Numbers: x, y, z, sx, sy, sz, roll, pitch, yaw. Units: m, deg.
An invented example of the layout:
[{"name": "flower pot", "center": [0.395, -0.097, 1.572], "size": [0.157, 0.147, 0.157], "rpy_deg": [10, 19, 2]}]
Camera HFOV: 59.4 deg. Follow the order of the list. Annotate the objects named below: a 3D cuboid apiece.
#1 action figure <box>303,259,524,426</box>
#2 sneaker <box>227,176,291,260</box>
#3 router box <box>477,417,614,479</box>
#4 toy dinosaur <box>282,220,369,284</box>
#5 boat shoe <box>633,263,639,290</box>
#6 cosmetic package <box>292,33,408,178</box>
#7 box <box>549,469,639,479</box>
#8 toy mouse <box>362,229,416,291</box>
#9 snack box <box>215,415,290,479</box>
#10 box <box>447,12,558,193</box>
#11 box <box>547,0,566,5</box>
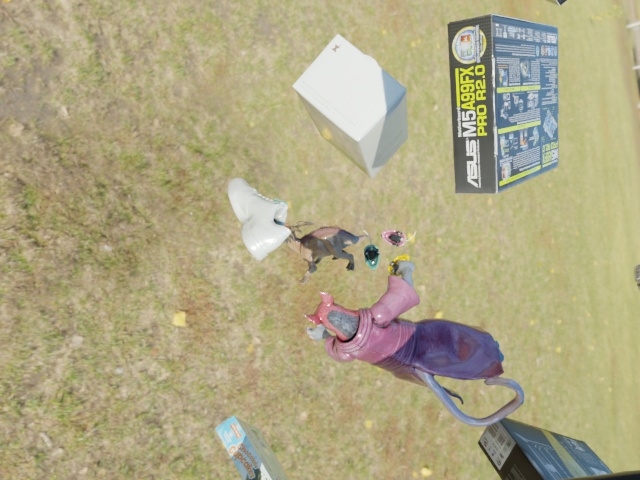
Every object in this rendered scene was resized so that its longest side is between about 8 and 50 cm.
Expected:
[{"name": "action figure", "center": [0.127, 0.198, 1.007], "size": [0.370, 0.248, 0.275], "rpy_deg": [22, 31, -28]}, {"name": "sneaker", "center": [-0.108, -0.056, 1.044], "size": [0.080, 0.094, 0.212], "rpy_deg": [52, 9, -47]}, {"name": "router box", "center": [0.473, 0.475, 1.051], "size": [0.243, 0.309, 0.081], "rpy_deg": [21, 104, -15]}, {"name": "toy dinosaur", "center": [0.000, 0.000, 1.689], "size": [0.127, 0.296, 0.200], "rpy_deg": [-99, 175, -61]}, {"name": "boat shoe", "center": [0.459, 0.079, 0.719], "size": [0.226, 0.083, 0.075], "rpy_deg": [12, 72, -38]}, {"name": "cosmetic package", "center": [0.086, -0.294, 1.308], "size": [0.197, 0.155, 0.365], "rpy_deg": [43, 3, 12]}, {"name": "box", "center": [0.384, 0.381, 0.290], "size": [0.297, 0.472, 0.480], "rpy_deg": [65, 24, -16]}, {"name": "toy mouse", "center": [0.159, 0.022, 1.382], "size": [0.161, 0.143, 0.031], "rpy_deg": [-52, 164, 2]}, {"name": "snack box", "center": [-0.116, 0.569, 1.306], "size": [0.322, 0.060, 0.187], "rpy_deg": [51, -7, 30]}, {"name": "box", "center": [0.266, -0.191, 0.787], "size": [0.270, 0.060, 0.216], "rpy_deg": [-21, 110, -49]}, {"name": "box", "center": [0.436, -0.460, 0.874], "size": [0.036, 0.207, 0.114], "rpy_deg": [44, 22, -21]}]
